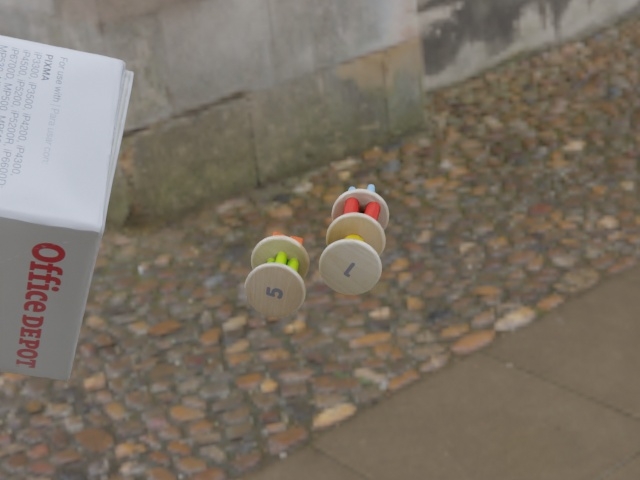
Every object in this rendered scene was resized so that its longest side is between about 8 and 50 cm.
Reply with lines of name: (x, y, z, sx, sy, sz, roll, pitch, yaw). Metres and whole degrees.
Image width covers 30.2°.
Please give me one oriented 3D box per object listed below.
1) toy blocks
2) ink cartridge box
toy blocks: (0.000, 0.000, 1.055, 0.123, 0.054, 0.148, -17, 24, 15)
ink cartridge box: (-0.357, -0.036, 0.906, 0.384, 0.279, 0.160, 9, 59, -13)
